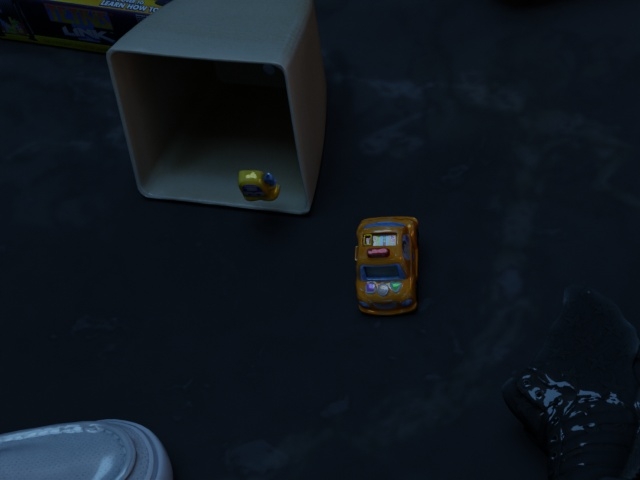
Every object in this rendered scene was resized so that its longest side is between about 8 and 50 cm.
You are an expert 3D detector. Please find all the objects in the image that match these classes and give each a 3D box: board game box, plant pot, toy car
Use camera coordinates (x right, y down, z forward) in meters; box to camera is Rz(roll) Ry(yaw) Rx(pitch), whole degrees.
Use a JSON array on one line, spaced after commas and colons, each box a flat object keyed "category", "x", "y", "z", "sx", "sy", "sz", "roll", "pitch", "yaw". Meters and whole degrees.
[{"category": "board game box", "x": -0.124, "y": -0.186, "z": 1.282, "sx": 0.170, "sy": 0.048, "sz": 0.141, "roll": 10, "pitch": 56, "yaw": 20}, {"category": "plant pot", "x": -0.049, "y": -0.091, "z": 1.156, "sx": 0.109, "sy": 0.109, "sz": 0.096, "roll": 6, "pitch": 42, "yaw": 18}, {"category": "toy car", "x": 0.000, "y": 0.000, "z": 1.094, "sx": 0.122, "sy": 0.040, "sz": 0.060, "roll": 16, "pitch": 76, "yaw": 16}]

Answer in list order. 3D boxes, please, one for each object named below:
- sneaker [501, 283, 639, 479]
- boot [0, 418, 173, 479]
[{"category": "sneaker", "x": 0.126, "y": 0.097, "z": 0.992, "sx": 0.089, "sy": 0.051, "sz": 0.170, "roll": 19, "pitch": 53, "yaw": 24}, {"category": "boot", "x": -0.207, "y": 0.135, "z": 0.990, "sx": 0.258, "sy": 0.123, "sz": 0.095, "roll": -23, "pitch": 50, "yaw": -6}]
